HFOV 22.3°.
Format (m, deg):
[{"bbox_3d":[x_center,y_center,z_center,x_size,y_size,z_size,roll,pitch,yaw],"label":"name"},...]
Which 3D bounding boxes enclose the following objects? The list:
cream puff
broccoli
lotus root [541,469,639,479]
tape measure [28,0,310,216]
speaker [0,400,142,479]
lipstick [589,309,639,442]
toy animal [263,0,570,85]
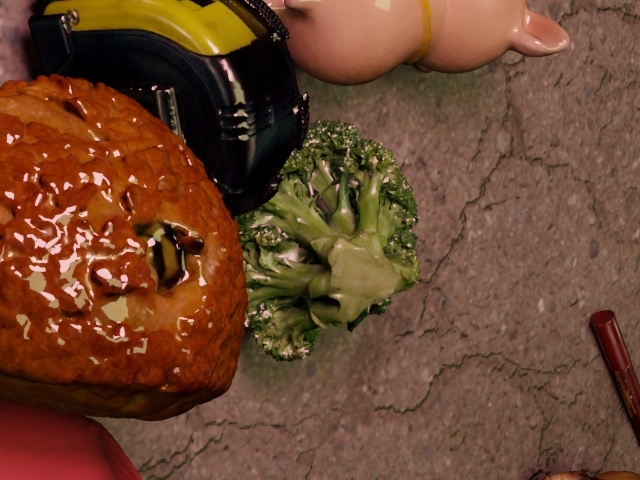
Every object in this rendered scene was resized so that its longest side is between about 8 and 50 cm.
[{"bbox_3d":[-0.189,-0.001,1.044,0.303,0.303,0.212,13,83,-41],"label":"cream puff"},{"bbox_3d":[0.000,0.000,1.310,0.195,0.156,0.195,-7,122,-12],"label":"broccoli"},{"bbox_3d":[0.315,0.335,1.629,0.169,0.141,0.314,-55,128,-15],"label":"lotus root"},{"bbox_3d":[-0.109,-0.104,1.169,0.112,0.186,0.199,-40,123,-54],"label":"tape measure"},{"bbox_3d":[-0.245,0.252,1.116,0.294,0.294,0.294,-7,101,-40],"label":"speaker"},{"bbox_3d":[0.319,0.147,1.682,0.027,0.027,0.176,-43,123,-28],"label":"lipstick"},{"bbox_3d":[0.064,-0.200,1.328,0.248,0.165,0.149,-2,103,-34],"label":"toy animal"}]
